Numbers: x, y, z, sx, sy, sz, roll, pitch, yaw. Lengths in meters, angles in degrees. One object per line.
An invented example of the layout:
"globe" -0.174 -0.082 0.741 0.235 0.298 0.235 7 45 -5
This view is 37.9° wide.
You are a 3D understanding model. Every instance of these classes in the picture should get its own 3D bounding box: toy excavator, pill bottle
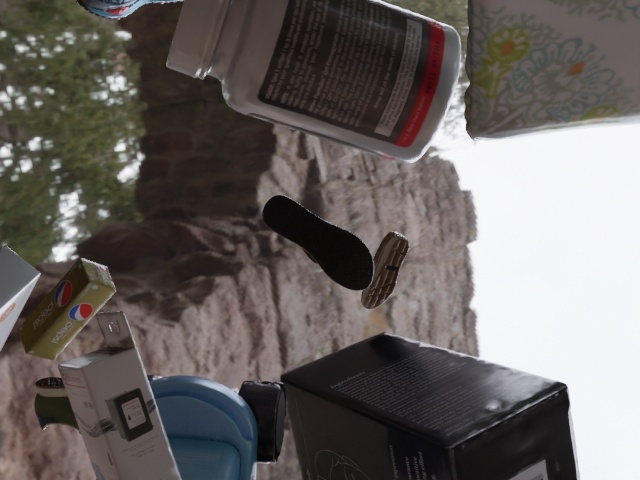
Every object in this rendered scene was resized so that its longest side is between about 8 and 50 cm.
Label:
"toy excavator" -0.187 0.391 1.069 0.222 0.445 0.433 3 -85 6
"pill bottle" -0.011 -0.216 1.099 0.318 0.176 0.176 16 -66 -13

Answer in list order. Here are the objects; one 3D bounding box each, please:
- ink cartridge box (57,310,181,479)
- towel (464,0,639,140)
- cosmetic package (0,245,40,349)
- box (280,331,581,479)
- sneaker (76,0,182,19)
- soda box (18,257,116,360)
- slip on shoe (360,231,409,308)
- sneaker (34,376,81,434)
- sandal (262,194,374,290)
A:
"ink cartridge box" -0.211 0.166 0.942 0.104 0.060 0.180 -11 -82 61
"towel" 0.300 -0.259 0.893 0.320 0.090 0.374 -4 -42 5
"cosmetic package" -0.697 0.214 1.747 0.097 0.284 0.377 37 -48 -3
"box" 0.151 0.327 1.308 0.395 0.212 0.293 10 -65 56
"sneaker" -0.341 -0.501 1.727 0.104 0.262 0.125 50 -36 17
"soda box" -0.423 0.116 1.553 0.181 0.058 0.061 -46 -130 17
"slip on shoe" 0.101 0.048 1.540 0.041 0.051 0.135 42 -65 53
"sneaker" -0.362 0.272 1.497 0.192 0.064 0.086 6 -81 -13
"sandal" 0.000 0.000 1.270 0.179 0.040 0.067 37 -92 -2
